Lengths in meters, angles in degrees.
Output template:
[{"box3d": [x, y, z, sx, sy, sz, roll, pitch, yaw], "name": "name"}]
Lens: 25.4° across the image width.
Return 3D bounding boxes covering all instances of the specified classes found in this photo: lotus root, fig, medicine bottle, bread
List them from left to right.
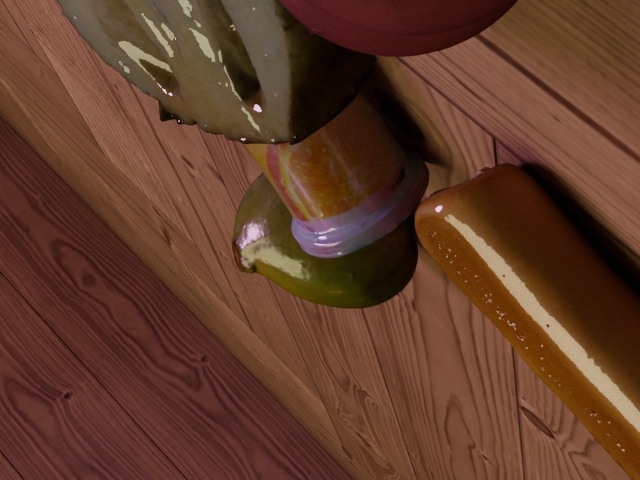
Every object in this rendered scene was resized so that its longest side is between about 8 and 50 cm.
[{"box3d": [-0.076, -0.175, 0.914, 0.426, 0.108, 0.108, 55, 167, -29], "name": "medicine bottle"}, {"box3d": [-0.051, -0.184, 0.694, 0.260, 0.149, 0.267, 56, 161, -18], "name": "lotus root"}, {"box3d": [0.008, -0.008, 1.148, 0.153, 0.120, 0.136, 24, 177, -7], "name": "fig"}, {"box3d": [0.160, 0.050, 0.864, 0.239, 0.074, 0.092, 48, 162, 2], "name": "bread"}]

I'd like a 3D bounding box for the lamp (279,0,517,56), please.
[{"box3d": [0.031, -0.157, 0.498, 0.182, 0.140, 0.182, 169, 90, -80], "name": "lamp"}]
